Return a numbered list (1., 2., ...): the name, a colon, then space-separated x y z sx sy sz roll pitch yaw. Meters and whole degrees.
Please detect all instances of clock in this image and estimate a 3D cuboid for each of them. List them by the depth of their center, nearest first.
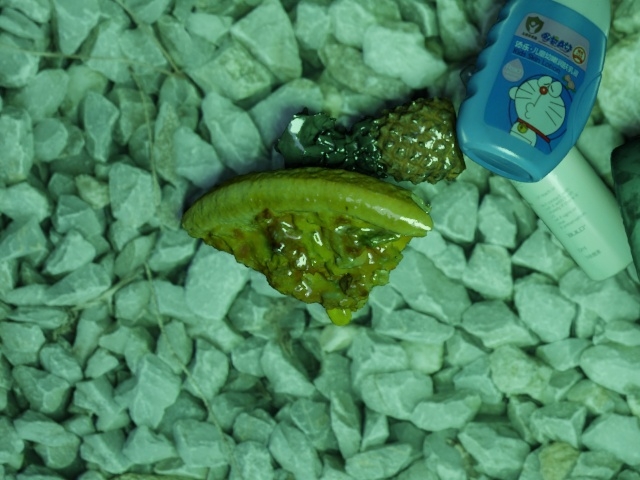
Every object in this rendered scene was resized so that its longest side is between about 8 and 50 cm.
1. clock: 0.410 0.027 1.380 0.061 0.312 0.313 -18 107 20

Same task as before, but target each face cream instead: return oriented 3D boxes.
1. face cream: 0.255 -0.202 1.381 0.149 0.083 0.264 26 79 -14
2. face cream: 0.273 -0.091 1.467 0.092 0.092 0.311 -38 103 17

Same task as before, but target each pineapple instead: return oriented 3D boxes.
1. pineapple: 0.056 -0.117 1.482 0.237 0.111 0.119 -7 81 15

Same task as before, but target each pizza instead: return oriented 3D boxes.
1. pizza: -0.024 -0.022 1.474 0.268 0.087 0.258 29 140 -4
